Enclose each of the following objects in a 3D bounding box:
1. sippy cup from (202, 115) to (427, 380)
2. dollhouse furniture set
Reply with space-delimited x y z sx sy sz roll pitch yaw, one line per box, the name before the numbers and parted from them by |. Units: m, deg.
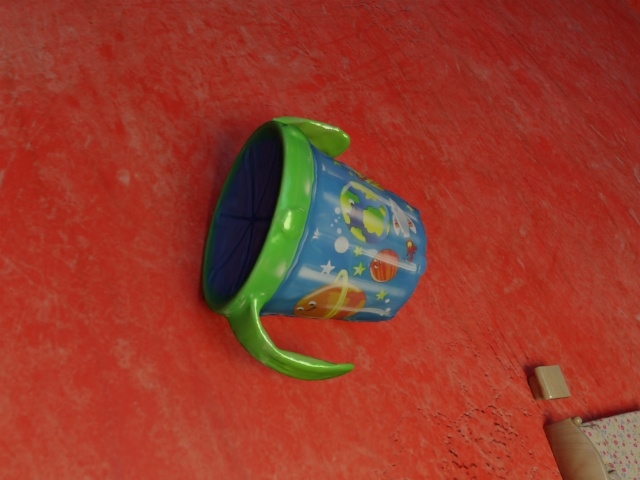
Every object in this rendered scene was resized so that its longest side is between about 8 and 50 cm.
sippy cup | 0.000 0.000 0.670 0.224 0.240 0.305 17 91 -27
dollhouse furniture set | 0.502 0.307 0.714 0.303 0.174 0.356 0 59 -25
